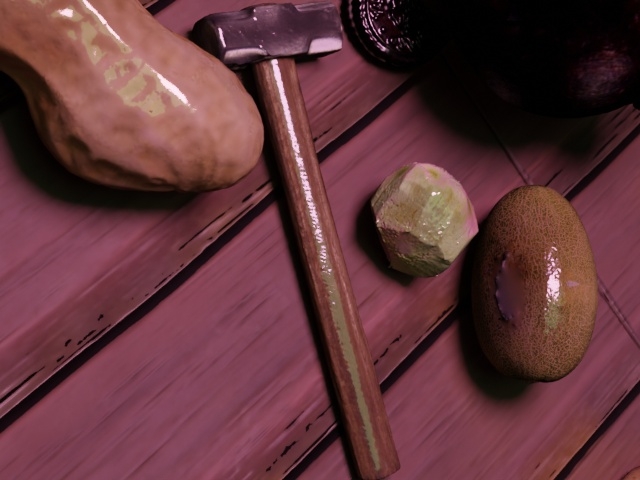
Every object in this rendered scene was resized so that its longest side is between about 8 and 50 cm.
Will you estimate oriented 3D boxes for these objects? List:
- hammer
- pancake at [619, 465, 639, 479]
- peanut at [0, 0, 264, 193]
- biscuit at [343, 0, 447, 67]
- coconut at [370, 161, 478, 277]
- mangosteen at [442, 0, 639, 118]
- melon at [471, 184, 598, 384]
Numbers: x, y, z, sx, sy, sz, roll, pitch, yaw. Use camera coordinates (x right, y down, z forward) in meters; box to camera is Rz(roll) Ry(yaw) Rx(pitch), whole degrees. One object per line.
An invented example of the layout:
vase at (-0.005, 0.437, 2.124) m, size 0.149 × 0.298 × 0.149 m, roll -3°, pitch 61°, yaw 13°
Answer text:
hammer at (0.000, 0.000, 0.948) m, size 0.111 × 0.043 × 0.365 m, roll -14°, pitch 89°, yaw -32°
pancake at (0.303, 0.284, 1.069) m, size 0.199 × 0.021 × 0.199 m, roll 5°, pitch 79°, yaw -27°
peanut at (-0.162, -0.118, 0.840) m, size 0.274 × 0.111 × 0.125 m, roll 38°, pitch 80°, yaw -14°
biscuit at (0.062, -0.181, 1.020) m, size 0.089 × 0.027 × 0.087 m, roll -24°, pitch 93°, yaw -30°
coconut at (0.079, -0.021, 0.970) m, size 0.081 × 0.083 × 0.082 m, roll -54°, pitch 148°, yaw -25°
mangosteen at (0.227, -0.223, 0.966) m, size 0.233 × 0.287 × 0.288 m, roll 19°, pitch 69°, yaw -57°
melon at (0.169, 0.033, 0.997) m, size 0.099 × 0.099 × 0.162 m, roll 10°, pitch 74°, yaw -28°
